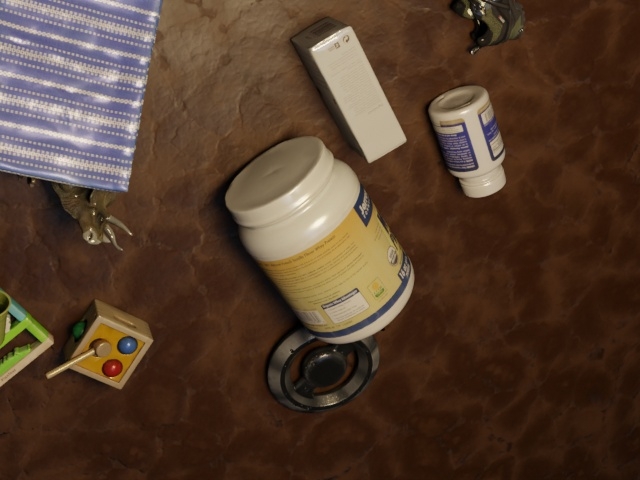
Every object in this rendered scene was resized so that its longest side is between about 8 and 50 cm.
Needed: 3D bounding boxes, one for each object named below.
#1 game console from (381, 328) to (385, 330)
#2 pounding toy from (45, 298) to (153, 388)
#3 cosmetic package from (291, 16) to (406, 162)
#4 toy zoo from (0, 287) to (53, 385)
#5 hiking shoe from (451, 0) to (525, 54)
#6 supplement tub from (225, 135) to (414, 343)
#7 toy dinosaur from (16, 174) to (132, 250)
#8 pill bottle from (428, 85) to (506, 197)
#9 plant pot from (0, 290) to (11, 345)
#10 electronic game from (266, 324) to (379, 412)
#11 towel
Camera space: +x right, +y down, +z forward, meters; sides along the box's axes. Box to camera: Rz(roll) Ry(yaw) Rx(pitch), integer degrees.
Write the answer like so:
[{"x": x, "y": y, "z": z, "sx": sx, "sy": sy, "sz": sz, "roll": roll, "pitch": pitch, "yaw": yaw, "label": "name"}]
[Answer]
[{"x": 0.044, "y": 0.148, "z": 1.670, "sx": 0.107, "sy": 0.122, "sz": 0.071, "roll": -33, "pitch": 119, "yaw": -4, "label": "game console"}, {"x": -0.387, "y": 0.189, "z": 1.540, "sx": 0.141, "sy": 0.100, "sz": 0.130, "roll": 30, "pitch": 99, "yaw": -28, "label": "pounding toy"}, {"x": 0.048, "y": -0.256, "z": 1.503, "sx": 0.085, "sy": 0.117, "sz": 0.231, "roll": -32, "pitch": 118, "yaw": -5, "label": "cosmetic package"}, {"x": -0.617, "y": 0.133, "z": 1.471, "sx": 0.192, "sy": 0.030, "sz": 0.293, "roll": -40, "pitch": 120, "yaw": -1, "label": "toy zoo"}, {"x": 0.281, "y": -0.435, "z": 1.528, "sx": 0.114, "sy": 0.086, "sz": 0.227, "roll": -27, "pitch": 120, "yaw": -11, "label": "hiking shoe"}, {"x": 0.000, "y": 0.000, "z": 1.530, "sx": 0.228, "sy": 0.228, "sz": 0.316, "roll": -36, "pitch": 120, "yaw": -3, "label": "supplement tub"}, {"x": -0.383, "y": -0.147, "z": 1.405, "sx": 0.160, "sy": 0.121, "sz": 0.313, "roll": 8, "pitch": 83, "yaw": -32, "label": "toy dinosaur"}, {"x": 0.276, "y": -0.178, "z": 1.623, "sx": 0.112, "sy": 0.112, "sz": 0.186, "roll": -27, "pitch": 119, "yaw": -8, "label": "pill bottle"}, {"x": -0.544, "y": 0.134, "z": 1.442, "sx": 0.083, "sy": 0.083, "sz": 0.079, "roll": -6, "pitch": 126, "yaw": -18, "label": "plant pot"}, {"x": 0.007, "y": 0.247, "z": 1.741, "sx": 0.229, "sy": 0.048, "sz": 0.229, "roll": -8, "pitch": 121, "yaw": -13, "label": "electronic game"}, {"x": -0.376, "y": -0.254, "z": 1.323, "sx": 0.243, "sy": 0.040, "sz": 0.336, "roll": 11, "pitch": 85, "yaw": -23, "label": "towel"}]
